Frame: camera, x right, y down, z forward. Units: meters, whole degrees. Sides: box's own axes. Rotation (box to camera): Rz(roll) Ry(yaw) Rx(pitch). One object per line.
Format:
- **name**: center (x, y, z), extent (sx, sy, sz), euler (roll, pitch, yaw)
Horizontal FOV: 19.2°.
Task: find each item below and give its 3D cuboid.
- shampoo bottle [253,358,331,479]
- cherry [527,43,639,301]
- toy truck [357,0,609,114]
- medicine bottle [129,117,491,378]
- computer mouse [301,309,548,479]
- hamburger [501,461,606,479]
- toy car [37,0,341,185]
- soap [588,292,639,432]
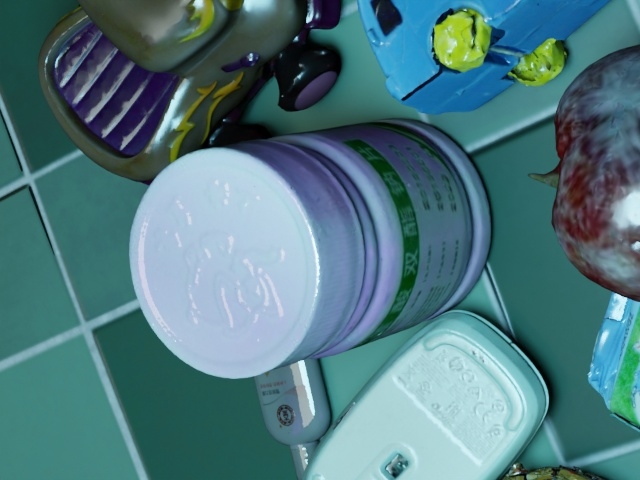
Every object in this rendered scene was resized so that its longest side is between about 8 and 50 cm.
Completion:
- **shampoo bottle**: center (-0.027, 0.173, 1.983), extent (0.080, 0.040, 0.165), euler (-12, 91, 31)
- **cherry**: center (0.320, -0.062, 1.625), extent (0.300, 0.230, 0.203), euler (-14, 134, 23)
- **toy truck**: center (0.205, -0.271, 1.703), extent (0.385, 0.161, 0.162), euler (-41, 65, 30)
- **medicine bottle**: center (0.000, 0.000, 1.769), extent (0.212, 0.325, 0.212), euler (5, 99, 32)
- **computer mouse**: center (0.100, 0.202, 1.878), extent (0.159, 0.097, 0.288), euler (44, 105, 13)
- **hamburger**: center (0.230, 0.326, 1.810), extent (0.231, 0.107, 0.231), euler (6, 101, 32)
- **toy car**: center (-0.155, -0.203, 1.881), extent (0.271, 0.240, 0.340), euler (49, 116, 18)
- **soap**: center (0.368, 0.127, 1.677), extent (0.293, 0.077, 0.156), euler (29, 113, 42)
